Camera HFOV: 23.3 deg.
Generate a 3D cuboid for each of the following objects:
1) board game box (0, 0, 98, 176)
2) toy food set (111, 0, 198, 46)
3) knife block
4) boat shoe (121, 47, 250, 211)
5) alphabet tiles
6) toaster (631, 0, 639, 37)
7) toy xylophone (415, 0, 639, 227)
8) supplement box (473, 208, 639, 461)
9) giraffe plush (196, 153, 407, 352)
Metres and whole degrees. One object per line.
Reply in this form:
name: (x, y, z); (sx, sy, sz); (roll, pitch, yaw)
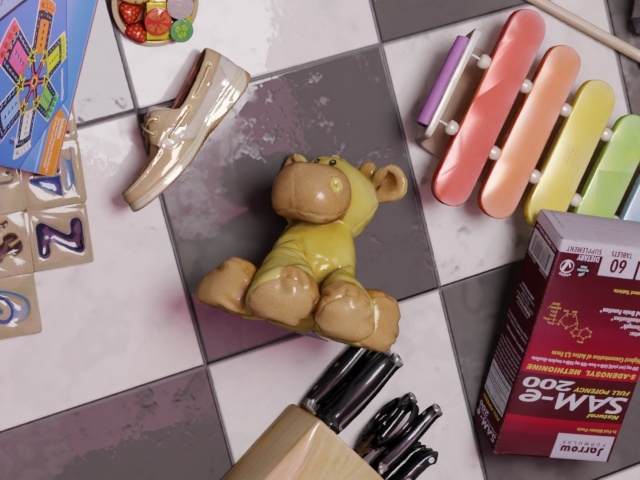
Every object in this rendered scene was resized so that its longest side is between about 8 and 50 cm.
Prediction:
board game box: (-0.268, -0.206, 1.342); (0.145, 0.027, 0.281); (13, 100, -18)
toy food set: (-0.149, -0.217, 1.412); (0.082, 0.020, 0.083); (-4, 109, -15)
knife block: (-0.023, 0.211, 1.470); (0.275, 0.088, 0.242); (-2, 95, -19)
boat shoe: (-0.135, -0.104, 1.418); (0.059, 0.063, 0.170); (40, 72, -15)
alphabet tiles: (-0.378, -0.037, 1.364); (0.342, 0.011, 0.285); (-10, 99, -18)
toaster: (0.426, -0.271, 1.559); (0.227, 0.129, 0.147); (4, 91, -18)
toy xylophone: (0.242, -0.115, 1.534); (0.322, 0.081, 0.236); (19, 88, -20)
supplement box: (0.249, 0.096, 1.515); (0.130, 0.073, 0.239); (6, 115, -16)
giraffe plush: (0.000, 0.000, 1.413); (0.181, 0.210, 0.171); (14, 85, 5)
